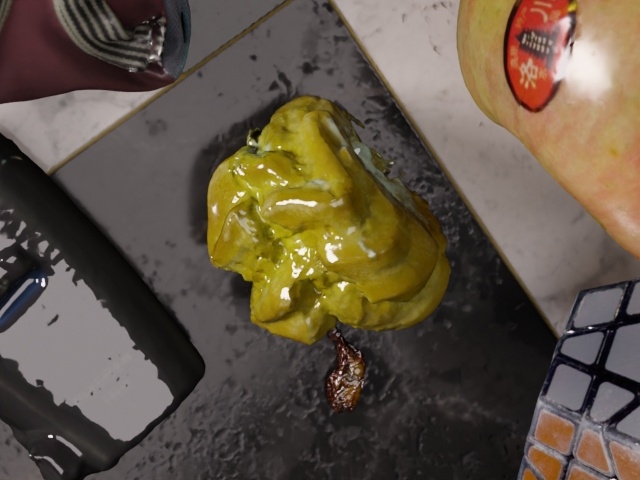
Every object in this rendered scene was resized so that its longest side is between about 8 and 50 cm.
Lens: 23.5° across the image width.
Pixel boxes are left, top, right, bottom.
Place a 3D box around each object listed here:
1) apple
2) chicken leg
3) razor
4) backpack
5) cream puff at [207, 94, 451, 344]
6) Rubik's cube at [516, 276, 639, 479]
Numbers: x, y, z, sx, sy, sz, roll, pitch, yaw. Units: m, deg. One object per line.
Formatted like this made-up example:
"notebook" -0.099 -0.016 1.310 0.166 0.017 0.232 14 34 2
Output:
"apple" 0.308 -0.173 1.251 0.391 0.391 0.346 40 98 -13
"chicken leg" 0.024 0.119 1.424 0.036 0.021 0.083 2 97 -2
"razor" -0.260 0.053 1.316 0.189 0.107 0.327 -43 104 -3
"backpack" -0.245 -0.257 1.205 0.283 0.197 0.317 -11 125 -18
"cream puff" 0.000 0.002 1.331 0.221 0.195 0.195 45 88 -9
"Rubik's cube" 0.328 0.172 1.365 0.264 0.319 0.319 18 94 14
